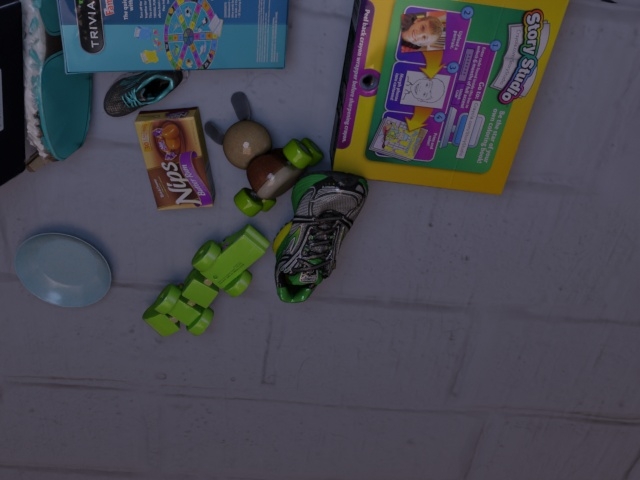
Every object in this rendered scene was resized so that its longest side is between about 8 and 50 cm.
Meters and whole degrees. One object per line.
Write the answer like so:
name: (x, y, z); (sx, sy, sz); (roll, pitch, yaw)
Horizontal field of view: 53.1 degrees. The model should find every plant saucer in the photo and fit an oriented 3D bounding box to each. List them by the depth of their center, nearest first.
plant saucer: (-0.528, 0.055, 1.327); (0.195, 0.037, 0.194); (0, 124, -1)

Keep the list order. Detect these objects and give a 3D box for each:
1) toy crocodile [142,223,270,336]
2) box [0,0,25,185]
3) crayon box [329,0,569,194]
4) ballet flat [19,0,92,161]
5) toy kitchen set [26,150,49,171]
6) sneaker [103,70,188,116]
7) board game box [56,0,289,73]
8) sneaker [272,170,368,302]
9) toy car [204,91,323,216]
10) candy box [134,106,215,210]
toy crocodile: (-0.240, 0.088, 1.325); (0.115, 0.105, 0.340); (37, 112, -23)
box: (-0.615, -0.234, 0.929); (0.294, 0.182, 0.296); (21, 126, 6)
crayon box: (0.197, -0.269, 1.070); (0.313, 0.106, 0.362); (6, 125, -6)
ballet flat: (-0.449, -0.332, 1.022); (0.147, 0.147, 0.408); (8, 122, -6)
toy kitchen set: (-0.516, -0.176, 1.151); (0.068, 0.083, 0.075); (5, 139, 49)
sneaker: (-0.305, -0.255, 1.089); (0.167, 0.076, 0.065); (-26, 120, 16)
board game box: (-0.215, -0.384, 0.944); (0.336, 0.079, 0.253); (-6, 126, -18)
sneaker: (0.000, 0.000, 1.178); (0.134, 0.146, 0.343); (8, 143, -14)
toy car: (-0.119, -0.165, 1.149); (0.155, 0.149, 0.188); (-42, 88, 17)
candy box: (-0.264, -0.148, 1.180); (0.109, 0.053, 0.186); (-4, 124, 2)
